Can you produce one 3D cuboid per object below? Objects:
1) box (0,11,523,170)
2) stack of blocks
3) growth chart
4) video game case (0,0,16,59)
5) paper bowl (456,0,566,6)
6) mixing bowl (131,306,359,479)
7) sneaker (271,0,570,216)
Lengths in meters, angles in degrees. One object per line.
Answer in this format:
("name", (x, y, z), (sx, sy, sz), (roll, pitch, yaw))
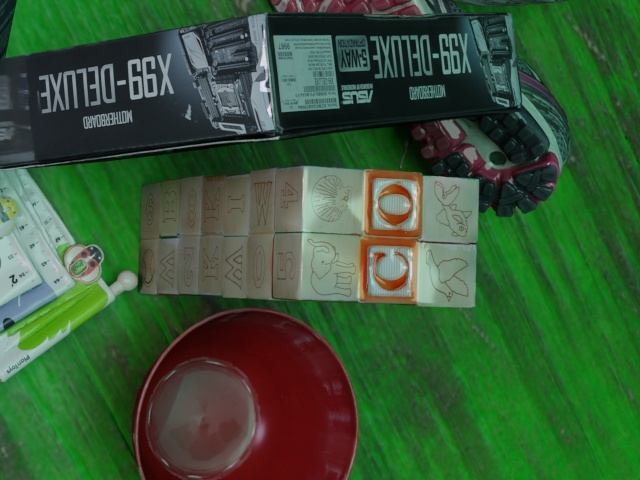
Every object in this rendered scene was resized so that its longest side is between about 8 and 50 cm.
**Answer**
("box", (-0.041, -0.105, 1.137), (0.307, 0.242, 0.076), (-12, 96, -55))
("stack of blocks", (0.000, 0.000, 1.189), (0.171, 0.297, 0.087), (2, 89, -25))
("growth chart", (-0.266, -0.004, 1.210), (0.172, 0.021, 0.237), (-43, 106, -21))
("video game case", (-0.217, -0.183, 1.067), (0.026, 0.196, 0.274), (16, 119, -2))
("paper bowl", (0.133, -0.324, 1.291), (0.284, 0.148, 0.284), (-3, 95, -42))
("mixing bowl", (-0.073, 0.140, 1.263), (0.181, 0.098, 0.181), (0, 90, -27))
("sneaker", (0.079, -0.149, 1.344), (0.299, 0.121, 0.112), (46, 35, -9))
